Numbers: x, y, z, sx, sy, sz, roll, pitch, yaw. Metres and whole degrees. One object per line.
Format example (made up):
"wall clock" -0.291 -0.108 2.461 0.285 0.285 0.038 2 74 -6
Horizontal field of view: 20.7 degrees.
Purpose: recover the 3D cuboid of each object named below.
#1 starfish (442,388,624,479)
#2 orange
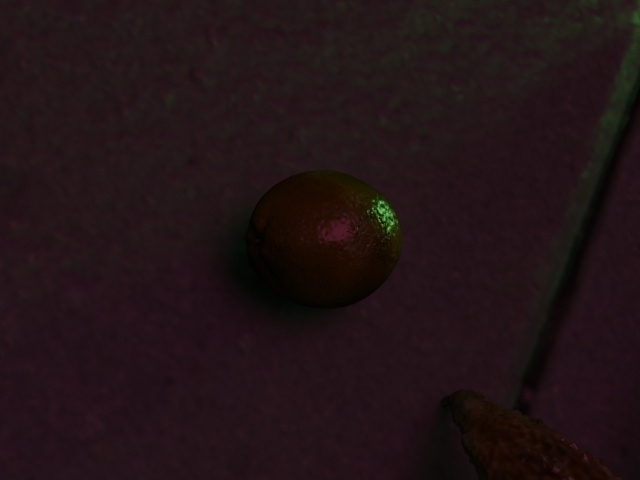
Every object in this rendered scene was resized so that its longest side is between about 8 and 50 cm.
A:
"starfish" 0.228 0.235 1.040 0.384 0.132 0.398 -32 89 -37
"orange" 0.000 0.000 1.039 0.095 0.085 0.085 -5 72 -33
